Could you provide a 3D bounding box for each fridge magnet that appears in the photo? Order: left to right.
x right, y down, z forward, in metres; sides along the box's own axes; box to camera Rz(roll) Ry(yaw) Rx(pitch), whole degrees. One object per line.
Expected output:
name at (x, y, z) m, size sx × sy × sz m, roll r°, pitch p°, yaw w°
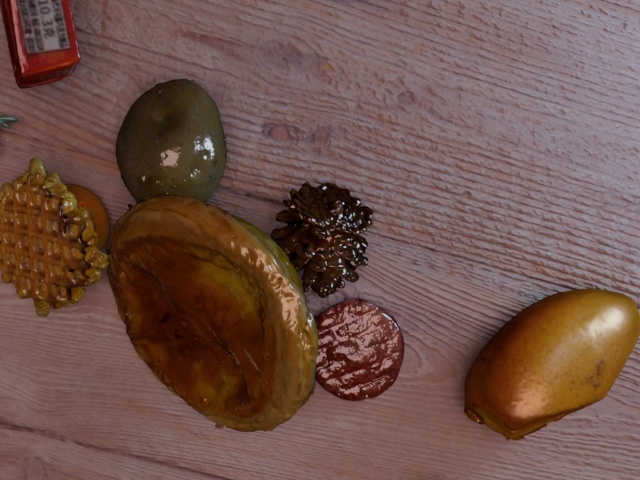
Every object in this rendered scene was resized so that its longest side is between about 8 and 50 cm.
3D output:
fridge magnet at (-0.431, -0.026, 1.942) m, size 0.143 × 0.063 × 0.143 m, roll 0°, pitch 95°, yaw -4°

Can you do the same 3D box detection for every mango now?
mango at (0.408, 0.206, 1.955) m, size 0.350 × 0.201 × 0.199 m, roll -40°, pitch 124°, yaw -9°

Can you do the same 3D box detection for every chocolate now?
chocolate at (-0.461, -0.373, 1.841) m, size 0.108 × 0.235 × 0.237 m, roll -9°, pitch 94°, yaw -14°

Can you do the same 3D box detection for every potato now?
potato at (-0.247, -0.157, 1.907) m, size 0.178 × 0.160 × 0.235 m, roll 23°, pitch 77°, yaw -29°

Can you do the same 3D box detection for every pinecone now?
pinecone at (0.002, -0.001, 1.925) m, size 0.179 × 0.150 × 0.195 m, roll -16°, pitch 106°, yaw -41°

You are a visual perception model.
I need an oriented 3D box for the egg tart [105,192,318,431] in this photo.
egg tart at (-0.160, 0.104, 1.853) m, size 0.178 × 0.443 × 0.443 m, roll -39°, pitch 97°, yaw -41°

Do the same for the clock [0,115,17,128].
clock at (-0.619, -0.181, 1.919) m, size 0.211 × 0.066 × 0.159 m, roll -30°, pitch 95°, yaw -2°

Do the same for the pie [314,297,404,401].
pie at (0.060, 0.192, 1.995) m, size 0.183 × 0.049 × 0.182 m, roll 0°, pitch 95°, yaw -4°

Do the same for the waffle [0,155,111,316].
waffle at (-0.460, 0.000, 1.877) m, size 0.243 × 0.059 × 0.238 m, roll 51°, pitch 126°, yaw 13°
